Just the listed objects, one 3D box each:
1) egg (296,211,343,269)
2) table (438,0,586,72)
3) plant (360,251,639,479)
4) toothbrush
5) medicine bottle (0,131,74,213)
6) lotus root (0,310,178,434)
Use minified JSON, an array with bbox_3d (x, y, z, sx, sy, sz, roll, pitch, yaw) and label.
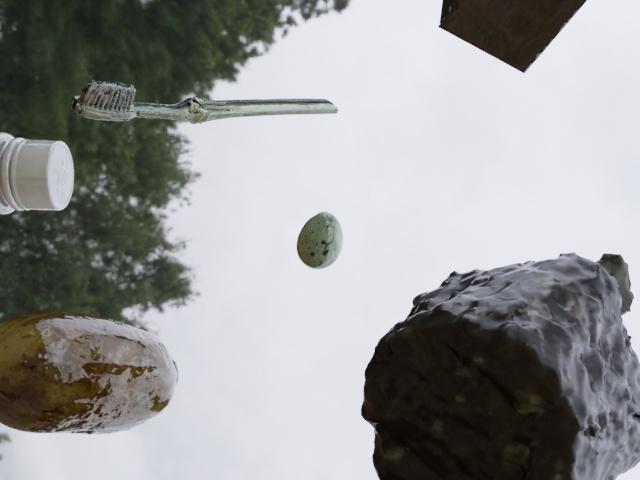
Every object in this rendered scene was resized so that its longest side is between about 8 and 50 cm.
[{"bbox_3d":[0.000,0.000,1.469,0.085,0.085,0.110,28,-68,50],"label":"egg"},{"bbox_3d":[0.311,-0.417,1.287,0.169,0.172,0.193,-52,-160,45],"label":"table"},{"bbox_3d":[0.194,0.122,0.754,0.215,0.312,0.213,-14,-88,35],"label":"plant"},{"bbox_3d":[-0.084,-0.116,0.701,0.026,0.294,0.028,50,-57,25],"label":"toothbrush"},{"bbox_3d":[-0.539,-0.109,1.316,0.139,0.236,0.139,3,90,-87],"label":"medicine bottle"},{"bbox_3d":[-0.265,0.136,0.834,0.145,0.260,0.129,-19,-112,36],"label":"lotus root"}]
